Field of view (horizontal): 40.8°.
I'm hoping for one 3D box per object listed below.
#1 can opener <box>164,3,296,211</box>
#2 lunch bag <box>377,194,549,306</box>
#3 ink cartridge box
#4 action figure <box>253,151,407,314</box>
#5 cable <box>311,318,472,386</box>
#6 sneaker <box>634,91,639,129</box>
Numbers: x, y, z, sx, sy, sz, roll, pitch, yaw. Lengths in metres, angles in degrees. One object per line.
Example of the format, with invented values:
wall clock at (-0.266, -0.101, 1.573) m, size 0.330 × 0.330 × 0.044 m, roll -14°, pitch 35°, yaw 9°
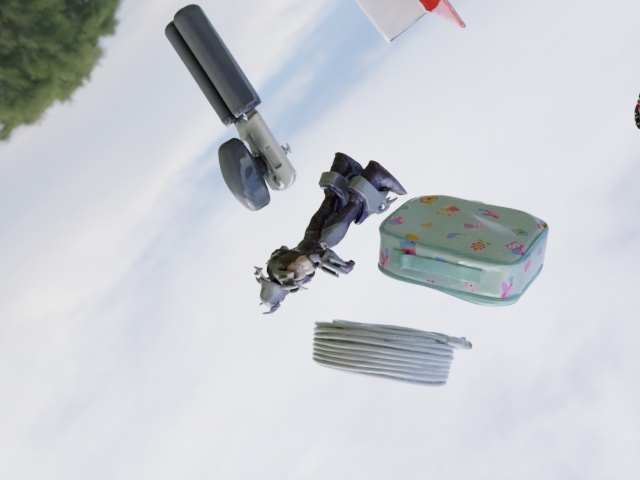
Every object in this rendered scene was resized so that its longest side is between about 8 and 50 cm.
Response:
can opener at (-0.123, -0.178, 1.144) m, size 0.093 × 0.280 × 0.074 m, roll -31°, pitch -177°, yaw -33°
lunch bag at (0.243, 0.015, 1.520) m, size 0.279 × 0.108 × 0.224 m, roll 14°, pitch -148°, yaw 26°
ink cartridge box at (0.012, -0.339, 0.896) m, size 0.066 × 0.296 × 0.261 m, roll -38°, pitch -156°, yaw 10°
action figure at (0.000, 0.000, 1.301) m, size 0.285 × 0.099 × 0.185 m, roll -52°, pitch -149°, yaw -15°
cable at (0.109, 0.196, 1.531) m, size 0.257 × 0.257 × 0.089 m, roll -178°, pitch -84°, yaw -66°
sneaker at (0.665, -0.191, 1.517) m, size 0.125 × 0.104 × 0.262 m, roll -5°, pitch -135°, yaw -8°
